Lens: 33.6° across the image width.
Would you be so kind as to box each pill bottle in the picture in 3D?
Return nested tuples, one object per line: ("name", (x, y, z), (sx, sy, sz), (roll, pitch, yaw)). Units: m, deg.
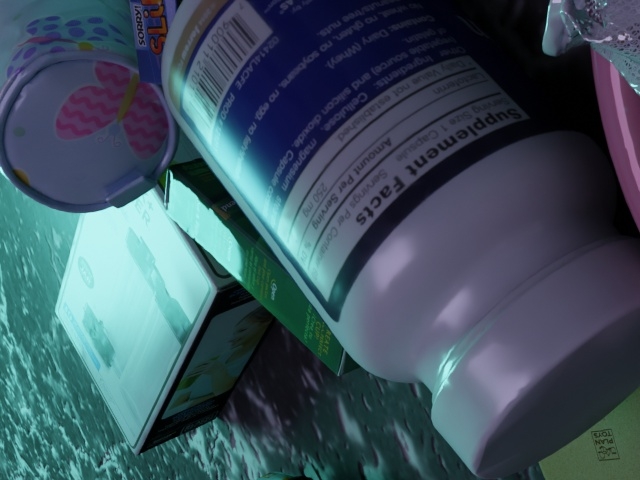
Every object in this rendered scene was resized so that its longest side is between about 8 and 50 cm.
("pill bottle", (0.045, -0.027, 0.518), (0.265, 0.153, 0.153), (53, 143, 28))

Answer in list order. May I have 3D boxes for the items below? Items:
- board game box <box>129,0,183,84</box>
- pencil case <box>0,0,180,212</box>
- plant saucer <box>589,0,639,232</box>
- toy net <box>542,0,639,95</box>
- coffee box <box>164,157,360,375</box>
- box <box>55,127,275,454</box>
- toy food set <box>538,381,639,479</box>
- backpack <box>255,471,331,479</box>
("board game box", (-0.060, -0.202, 0.600), (0.035, 0.136, 0.201), (10, 117, 29))
("pencil case", (-0.172, -0.133, 0.715), (0.273, 0.113, 0.124), (-116, 9, -50))
("plant saucer", (0.232, -0.061, 0.303), (0.332, 0.084, 0.332), (32, 132, 44))
("toy net", (0.073, -0.141, 0.393), (0.122, 0.045, 0.232), (121, 139, -63))
("coffee box", (0.000, 0.000, 0.646), (0.184, 0.113, 0.040), (41, 134, 39))
("box", (-0.125, 0.034, 0.864), (0.169, 0.087, 0.290), (57, 145, 19))
("toy food set", (0.158, 0.104, 0.548), (0.192, 0.038, 0.132), (42, 131, 43))
("backpack", (-0.020, 0.263, 0.788), (0.188, 0.144, 0.166), (3, 115, 58))
